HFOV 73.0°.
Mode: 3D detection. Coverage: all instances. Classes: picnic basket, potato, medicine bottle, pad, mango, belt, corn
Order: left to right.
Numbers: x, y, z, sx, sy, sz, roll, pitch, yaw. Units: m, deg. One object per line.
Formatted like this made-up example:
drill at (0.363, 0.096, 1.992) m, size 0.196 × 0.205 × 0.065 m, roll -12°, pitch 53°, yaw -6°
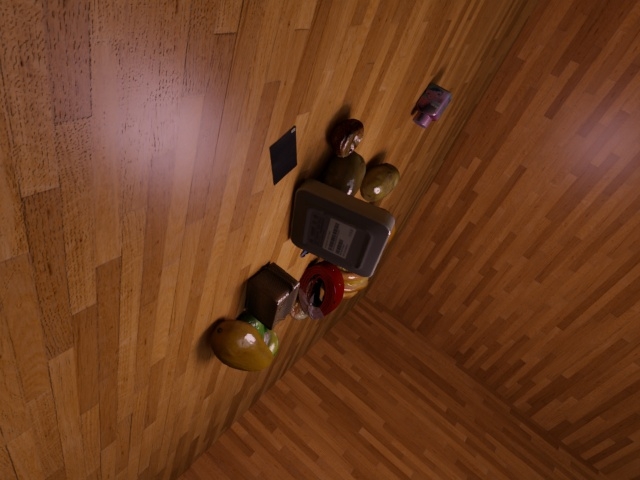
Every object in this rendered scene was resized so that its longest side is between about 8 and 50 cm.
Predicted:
mango at (-0.333, 0.447, 1.797) m, size 0.195 × 0.142 × 0.331 m, roll -23°, pitch 130°, yaw 0°
picnic basket at (-0.205, 0.237, 1.811) m, size 0.139 × 0.165 × 0.266 m, roll -41°, pitch 161°, yaw -36°
pad at (-0.112, -0.259, 1.342) m, size 0.116 × 0.004 × 0.193 m, roll -45°, pitch 162°, yaw -22°
corn at (-0.082, 0.382, 2.495) m, size 0.122 × 0.123 × 0.305 m, roll -13°, pitch 178°, yaw 23°
belt at (0.003, 0.273, 2.302) m, size 0.115 × 0.227 × 0.323 m, roll -24°, pitch 129°, yaw -55°
potato at (0.080, -0.223, 1.650) m, size 0.174 × 0.159 × 0.251 m, roll 24°, pitch 101°, yaw -51°
potato at (0.280, -0.282, 2.084) m, size 0.228 × 0.148 × 0.197 m, roll -45°, pitch 175°, yaw -21°
medicine bottle at (0.526, -0.638, 2.068) m, size 0.188 × 0.119 × 0.094 m, roll -56°, pitch 161°, yaw 9°

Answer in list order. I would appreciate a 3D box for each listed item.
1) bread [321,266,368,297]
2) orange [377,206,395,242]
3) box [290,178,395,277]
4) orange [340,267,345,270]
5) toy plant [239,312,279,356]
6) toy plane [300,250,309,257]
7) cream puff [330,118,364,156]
bread at (0.162, 0.218, 2.488) m, size 0.270 × 0.211 × 0.316 m, roll -30°, pitch 170°, yaw 36°
orange at (0.322, -0.077, 2.479) m, size 0.236 × 0.236 × 0.236 m, roll -47°, pitch 162°, yaw -20°
box at (0.065, -0.033, 1.642) m, size 0.367 × 0.373 × 0.090 m, roll 102°, pitch 14°, yaw -53°
orange at (0.145, 0.018, 2.256) m, size 0.334 × 0.196 × 0.262 m, roll 66°, pitch 48°, yaw -76°
toy plant at (-0.299, 0.437, 1.985) m, size 0.224 × 0.184 × 0.315 m, roll -30°, pitch 147°, yaw -11°
toy plane at (0.005, 0.005, 2.038) m, size 0.246 × 0.078 × 0.169 m, roll -47°, pitch -161°, yaw 7°
cream puff at (0.088, -0.364, 1.522) m, size 0.149 × 0.084 × 0.149 m, roll -44°, pitch 163°, yaw -16°
